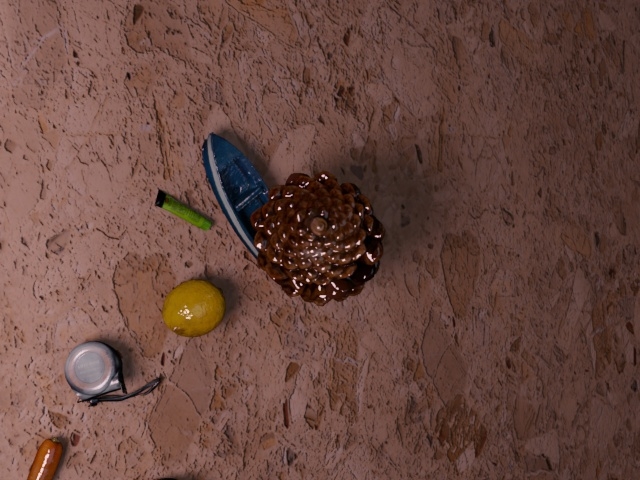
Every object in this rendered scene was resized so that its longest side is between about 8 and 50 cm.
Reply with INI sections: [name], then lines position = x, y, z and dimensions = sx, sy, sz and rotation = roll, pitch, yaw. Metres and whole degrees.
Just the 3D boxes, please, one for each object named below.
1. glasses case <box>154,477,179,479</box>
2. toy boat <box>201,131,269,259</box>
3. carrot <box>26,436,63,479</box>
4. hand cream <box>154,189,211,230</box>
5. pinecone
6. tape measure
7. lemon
[glasses case]
position = -0.367, 0.529, 1.595
dimensions = 0.321, 0.122, 0.082
rotation = -34, 108, -32
[toy boat]
position = -0.153, -0.082, 1.793
dimensions = 0.096, 0.062, 0.299
rotation = -41, 114, -29
[carrot]
position = -0.495, 0.456, 1.550
dimensions = 0.043, 0.043, 0.247
rotation = 25, 76, -34
[hand cream]
position = -0.262, -0.055, 1.735
dimensions = 0.122, 0.023, 0.036
rotation = 32, 51, -31
[pinecone]
position = 0.003, 0.010, 1.729
dimensions = 0.264, 0.264, 0.264
rotation = 0, 90, -37
[tape measure]
position = -0.378, 0.239, 1.643
dimensions = 0.180, 0.104, 0.107
rotation = 24, 47, -68
[lemon]
position = -0.235, 0.127, 1.703
dimensions = 0.133, 0.109, 0.109
rotation = -37, 111, -37
